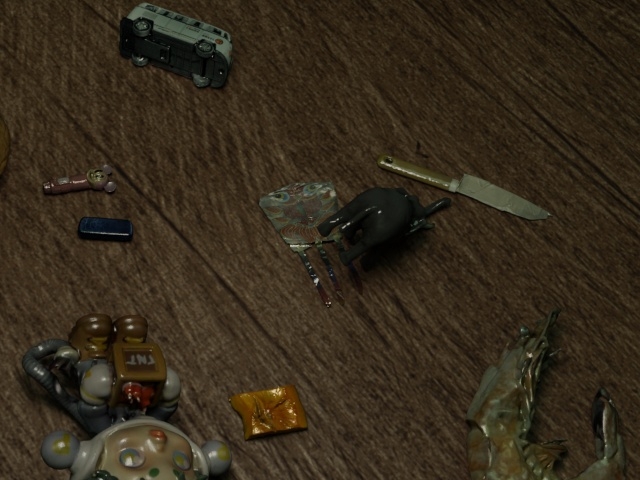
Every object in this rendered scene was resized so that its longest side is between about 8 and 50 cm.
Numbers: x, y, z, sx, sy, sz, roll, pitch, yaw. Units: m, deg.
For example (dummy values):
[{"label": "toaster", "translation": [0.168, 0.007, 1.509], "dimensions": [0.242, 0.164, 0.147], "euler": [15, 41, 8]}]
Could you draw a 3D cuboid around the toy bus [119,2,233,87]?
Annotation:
[{"label": "toy bus", "translation": [-0.233, -0.326, 2.020], "dimensions": [0.194, 0.087, 0.089], "euler": [20, 49, 6]}]

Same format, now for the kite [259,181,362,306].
[{"label": "kite", "translation": [0.000, -0.001, 1.895], "dimensions": [0.127, 0.016, 0.229], "euler": [-20, 63, -15]}]

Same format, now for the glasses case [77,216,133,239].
[{"label": "glasses case", "translation": [-0.328, -0.017, 1.858], "dimensions": [0.083, 0.023, 0.033], "euler": [4, 54, -6]}]

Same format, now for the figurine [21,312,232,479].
[{"label": "figurine", "translation": [-0.245, 0.266, 1.614], "dimensions": [0.261, 0.186, 0.382], "euler": [-2, 53, -21]}]

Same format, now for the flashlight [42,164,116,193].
[{"label": "flashlight", "translation": [-0.376, -0.092, 1.891], "dimensions": [0.110, 0.031, 0.052], "euler": [-10, 62, -13]}]

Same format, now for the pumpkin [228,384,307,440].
[{"label": "pumpkin", "translation": [-0.073, 0.240, 1.731], "dimensions": [0.101, 0.035, 0.073], "euler": [-12, 59, -11]}]

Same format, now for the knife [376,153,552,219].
[{"label": "knife", "translation": [0.235, -0.089, 1.974], "dimensions": [0.298, 0.017, 0.047], "euler": [20, 53, 6]}]

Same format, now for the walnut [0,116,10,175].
[{"label": "walnut", "translation": [-0.548, -0.135, 1.830], "dimensions": [0.155, 0.155, 0.184], "euler": [31, 59, 11]}]

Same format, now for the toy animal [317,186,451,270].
[{"label": "toy animal", "translation": [0.098, -0.024, 1.854], "dimensions": [0.082, 0.137, 0.269], "euler": [58, 25, 14]}]

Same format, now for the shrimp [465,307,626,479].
[{"label": "shrimp", "translation": [0.329, 0.262, 1.748], "dimensions": [0.247, 0.085, 0.360], "euler": [16, 62, -8]}]
